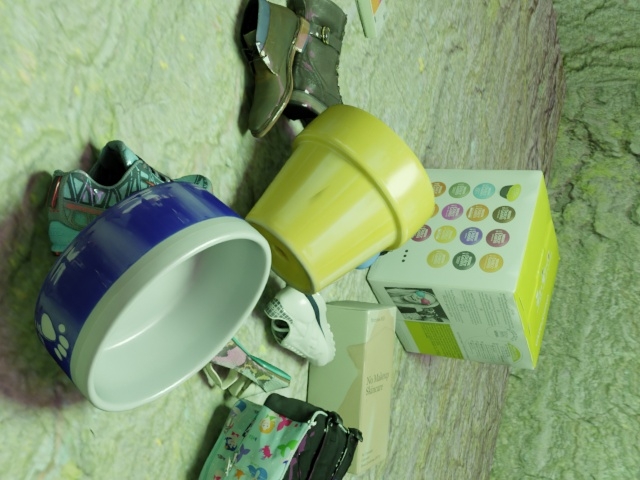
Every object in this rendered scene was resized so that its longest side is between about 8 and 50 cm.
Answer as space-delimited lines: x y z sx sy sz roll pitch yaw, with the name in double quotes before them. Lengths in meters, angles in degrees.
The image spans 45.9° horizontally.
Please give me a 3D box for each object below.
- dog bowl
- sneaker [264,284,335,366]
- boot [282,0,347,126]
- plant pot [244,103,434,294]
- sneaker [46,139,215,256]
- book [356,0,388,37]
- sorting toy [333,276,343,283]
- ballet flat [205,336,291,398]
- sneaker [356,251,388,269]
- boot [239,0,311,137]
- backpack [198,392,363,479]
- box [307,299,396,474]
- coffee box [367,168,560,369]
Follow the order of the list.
"dog bowl" -0.187 0.065 0.874 0.265 0.104 0.264 -41 157 -21
"sneaker" -0.039 0.159 1.339 0.095 0.090 0.235 -38 141 -19
"boot" 0.019 -0.308 1.359 0.263 0.091 0.228 28 70 -58
"plant pot" 0.013 -0.050 1.221 0.239 0.254 0.254 -43 136 -19
"sneaker" -0.220 -0.064 0.928 0.262 0.104 0.125 -29 117 -58
"book" 0.105 -0.506 1.559 0.096 0.035 0.144 -63 145 -42
"sorting toy" 0.000 0.000 1.420 0.208 0.038 0.192 -22 113 -60
"ballet flat" -0.128 0.202 1.183 0.079 0.077 0.221 -57 140 -12
"sneaker" 0.111 0.005 1.565 0.232 0.082 0.090 -63 143 -53
"boot" -0.097 -0.277 1.189 0.106 0.082 0.219 28 72 -37
"backpack" -0.072 0.379 1.169 0.225 0.191 0.253 53 52 -54
"box" 0.059 0.278 1.481 0.148 0.121 0.310 0 94 -61
"coffee box" 0.356 0.062 1.785 0.338 0.335 0.337 61 42 -46
